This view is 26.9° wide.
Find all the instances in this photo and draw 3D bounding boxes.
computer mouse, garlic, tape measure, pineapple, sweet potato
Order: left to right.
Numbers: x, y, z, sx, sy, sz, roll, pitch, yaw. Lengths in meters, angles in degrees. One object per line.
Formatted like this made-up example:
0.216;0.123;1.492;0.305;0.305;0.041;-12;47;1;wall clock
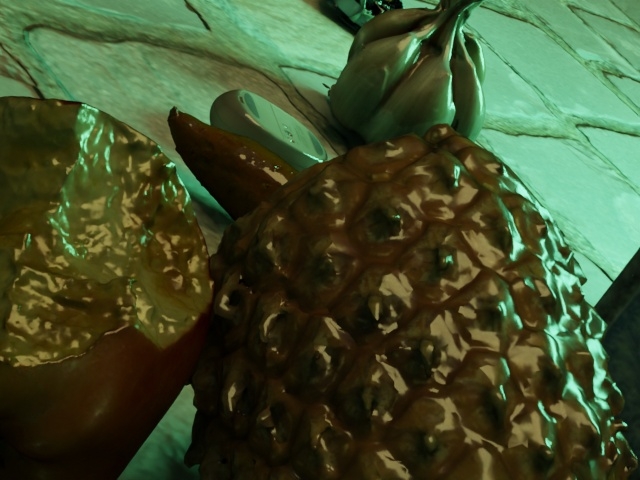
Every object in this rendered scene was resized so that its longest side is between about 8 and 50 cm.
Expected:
-0.041;-0.072;0.980;0.096;0.039;0.066;29;24;-31;computer mouse
-0.001;0.001;0.880;0.264;0.057;0.057;41;25;5;sweet potato
0.049;-0.249;1.401;0.094;0.054;0.091;44;23;5;tape measure
0.093;-0.145;1.115;0.131;0.194;0.127;33;33;-17;garlic
0.053;0.134;0.547;0.202;0.202;0.362;20;37;-30;pineapple

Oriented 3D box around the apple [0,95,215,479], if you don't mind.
-0.128;0.036;0.547;0.156;0.147;0.158;18;53;-11;apple

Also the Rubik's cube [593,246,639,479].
0.389;0.069;0.932;0.318;0.313;0.316;42;25;19;Rubik's cube
